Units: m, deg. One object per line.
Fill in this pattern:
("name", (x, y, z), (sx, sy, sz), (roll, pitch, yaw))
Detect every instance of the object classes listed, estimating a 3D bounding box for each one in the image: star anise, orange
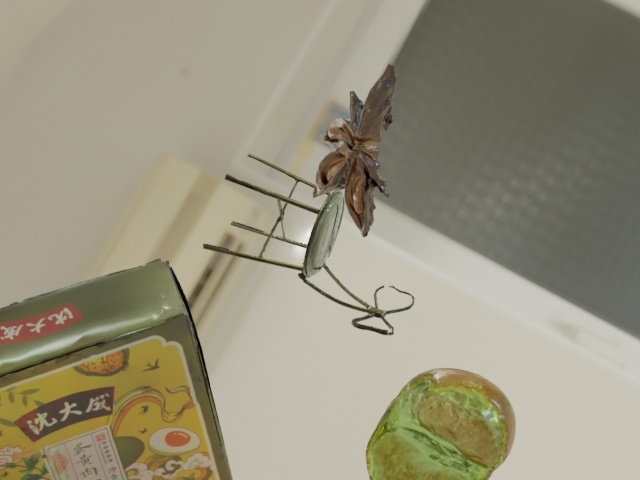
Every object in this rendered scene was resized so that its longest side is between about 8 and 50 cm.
("star anise", (0.037, -0.110, 1.868), (0.053, 0.157, 0.212), (1, -92, -39))
("orange", (0.177, 0.282, 2.150), (0.237, 0.179, 0.158), (-59, -1, 26))

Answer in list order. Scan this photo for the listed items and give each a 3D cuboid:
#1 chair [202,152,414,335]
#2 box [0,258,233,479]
("chair", (0.000, 0.000, 2.301), (0.160, 0.325, 0.170), (-44, -26, -65))
("box", (-0.326, 0.263, 1.987), (0.373, 0.138, 0.420), (-17, -50, -10))
